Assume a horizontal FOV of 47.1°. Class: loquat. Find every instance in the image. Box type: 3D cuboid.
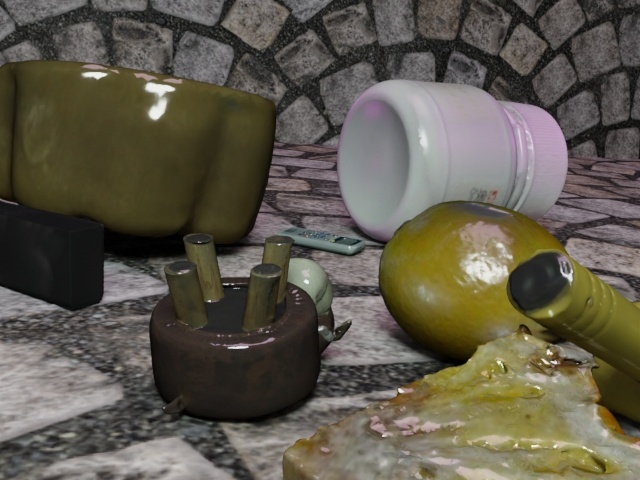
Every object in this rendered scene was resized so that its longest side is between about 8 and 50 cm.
[{"bbox_3d":[0.143,0.038,0.660,0.195,0.152,0.152,30,25,32],"label":"loquat"}]

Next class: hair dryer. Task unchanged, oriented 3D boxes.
[{"bbox_3d":[0.215,0.073,0.470,0.279,0.090,0.135,27,-3,-41],"label":"hair dryer"}]

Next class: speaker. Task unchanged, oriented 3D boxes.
[{"bbox_3d":[-0.316,0.007,0.763,0.218,0.082,0.044,11,15,30],"label":"speaker"}]

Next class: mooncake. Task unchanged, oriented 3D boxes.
[{"bbox_3d":[-0.245,-0.114,0.977,0.378,0.200,0.378,7,5,-1],"label":"mooncake"}]

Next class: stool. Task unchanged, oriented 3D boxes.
[{"bbox_3d":[-0.048,0.057,0.569,0.125,0.121,0.217,11,19,32],"label":"stool"}]

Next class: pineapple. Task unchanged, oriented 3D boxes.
[{"bbox_3d":[0.076,0.127,0.318,0.186,0.114,0.236,6,16,5],"label":"pineapple"}]

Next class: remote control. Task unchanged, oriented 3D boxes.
[{"bbox_3d":[0.000,0.000,1.043,0.124,0.017,0.053,11,15,26],"label":"remote control"}]

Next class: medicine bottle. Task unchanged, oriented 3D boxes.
[{"bbox_3d":[0.205,-0.121,1.142,0.302,0.241,0.241,-3,15,-30],"label":"medicine bottle"}]

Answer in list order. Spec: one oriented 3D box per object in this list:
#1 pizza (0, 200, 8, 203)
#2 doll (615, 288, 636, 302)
[{"bbox_3d":[-0.489,-0.033,0.905,0.292,0.058,0.197,12,6,28],"label":"pizza"},{"bbox_3d":[0.241,0.048,0.787,0.217,0.085,0.183,16,15,7],"label":"doll"}]
